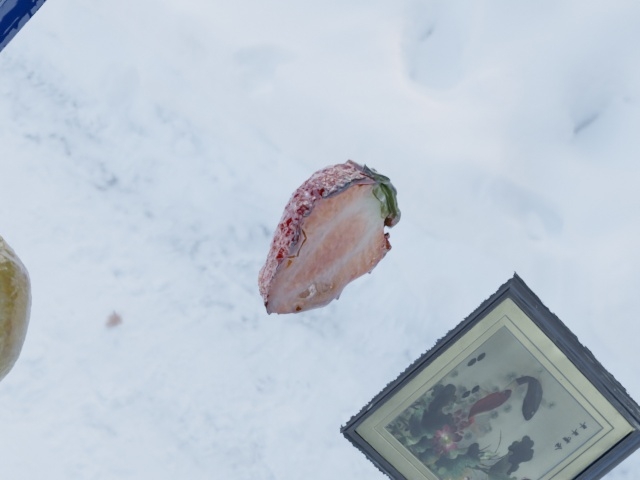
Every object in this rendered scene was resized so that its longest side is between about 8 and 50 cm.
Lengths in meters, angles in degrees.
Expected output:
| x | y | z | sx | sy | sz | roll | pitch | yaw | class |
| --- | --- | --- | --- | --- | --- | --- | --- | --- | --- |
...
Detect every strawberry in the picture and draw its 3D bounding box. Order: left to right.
| x | y | z | sx | sy | sz | roll | pitch | yaw | class |
| --- | --- | --- | --- | --- | --- | --- | --- | --- | --- |
| 0.000 | 0.000 | 0.963 | 0.082 | 0.146 | 0.187 | 25 | 61 | 41 | strawberry |

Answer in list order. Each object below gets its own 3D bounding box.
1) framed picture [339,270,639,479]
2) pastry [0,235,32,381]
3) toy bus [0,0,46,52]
| x | y | z | sx | sy | sz | roll | pitch | yaw | class |
| --- | --- | --- | --- | --- | --- | --- | --- | --- | --- |
| 0.148 | 0.155 | 0.820 | 0.195 | 0.199 | 0.010 | -42 | 16 | 10 | framed picture |
| -0.625 | 0.114 | 1.550 | 0.356 | 0.164 | 0.356 | 0 | 65 | -1 | pastry |
| -0.267 | -0.256 | 0.727 | 0.175 | 0.138 | 0.288 | 31 | 77 | 25 | toy bus |
